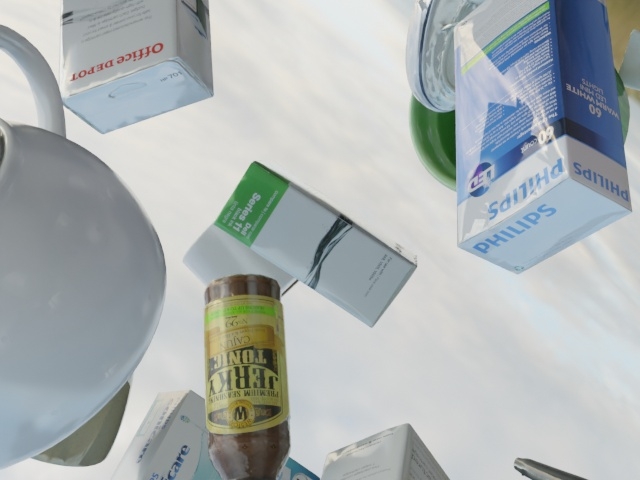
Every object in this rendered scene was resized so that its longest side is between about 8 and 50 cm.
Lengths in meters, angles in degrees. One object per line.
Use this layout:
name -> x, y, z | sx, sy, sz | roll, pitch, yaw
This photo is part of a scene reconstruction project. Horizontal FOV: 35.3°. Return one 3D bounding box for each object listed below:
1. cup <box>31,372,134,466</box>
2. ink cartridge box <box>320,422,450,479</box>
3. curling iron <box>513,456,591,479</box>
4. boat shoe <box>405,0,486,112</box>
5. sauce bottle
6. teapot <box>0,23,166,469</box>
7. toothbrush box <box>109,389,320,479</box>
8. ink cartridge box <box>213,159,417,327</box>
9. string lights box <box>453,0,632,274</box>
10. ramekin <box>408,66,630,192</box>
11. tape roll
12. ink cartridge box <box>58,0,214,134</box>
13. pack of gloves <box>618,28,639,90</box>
cup -> -0.415, 0.155, 1.545 | 0.331, 0.237, 0.331 | 30, -174, -3
ink cartridge box -> 0.089, 0.392, 1.120 | 0.226, 0.131, 0.306 | 56, -157, -19
curling iron -> 0.281, 0.261, 0.963 | 0.068, 0.035, 0.274 | 50, 160, -29
boat shoe -> 0.233, -0.311, 1.191 | 0.136, 0.367, 0.156 | 20, -168, -35
sauce bottle -> -0.090, 0.214, 1.270 | 0.111, 0.111, 0.344 | 21, -126, -46
teapot -> -0.230, 0.004, 0.627 | 0.256, 0.252, 0.187 | 38, 160, 47
toothbrush box -> -0.179, 0.412, 1.650 | 0.295, 0.126, 0.216 | 39, -119, -24
ink cartridge box -> 0.000, 0.000, 1.129 | 0.208, 0.087, 0.153 | 33, -174, 3
string lights box -> 0.188, -0.116, 0.891 | 0.077, 0.133, 0.259 | 23, -127, -27
ramekin -> 0.293, -0.183, 1.448 | 0.148, 0.303, 0.303 | 27, -156, -52
tape roll -> -0.103, 0.016, 1.806 | 0.169, 0.246, 0.246 | 46, -161, 3
ink cartridge box -> -0.191, -0.223, 1.037 | 0.082, 0.140, 0.190 | 43, -144, -58
pack of gloves -> 0.533, -0.268, 1.364 | 0.232, 0.195, 0.046 | 26, -155, 26
